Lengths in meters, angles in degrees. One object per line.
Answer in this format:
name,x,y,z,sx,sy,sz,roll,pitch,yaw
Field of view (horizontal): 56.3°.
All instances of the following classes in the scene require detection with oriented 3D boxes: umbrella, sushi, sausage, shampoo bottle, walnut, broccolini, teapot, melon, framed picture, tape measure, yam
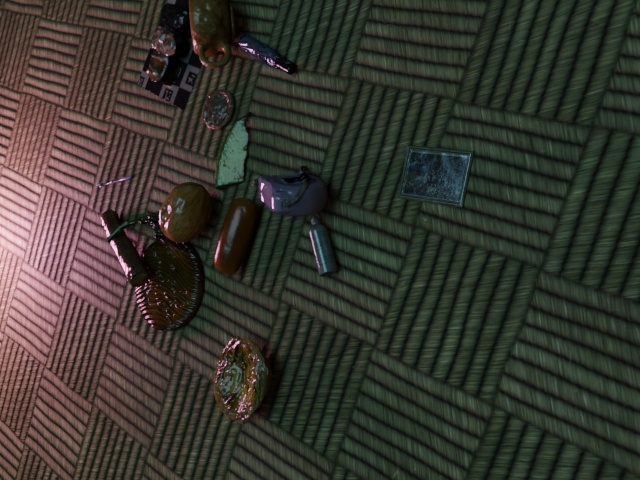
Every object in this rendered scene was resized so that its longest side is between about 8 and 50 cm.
umbrella,-0.166,-0.566,1.824,0.250,0.052,0.053,40,107,30
sushi,-0.523,-0.677,2.043,0.296,0.100,0.373,33,103,31
sausage,-0.257,-0.016,1.812,0.098,0.098,0.239,24,101,33
shampoo bottle,0.000,0.000,1.659,0.056,0.056,0.195,-22,73,30
walnut,-0.427,-0.088,1.896,0.159,0.159,0.207,37,105,31
broccolini,-0.602,-0.027,2.010,0.271,0.062,0.123,-21,46,10
teapot,-0.323,-0.674,1.877,0.166,0.203,0.312,-4,68,-9
melon,-0.267,-0.278,1.868,0.113,0.053,0.262,19,96,26
framed picture,0.287,-0.165,1.509,0.183,0.011,0.142,12,92,34
tape measure,-0.071,-0.137,1.645,0.196,0.178,0.105,35,128,57
yam,-0.685,0.021,2.077,0.081,0.081,0.357,-53,51,18

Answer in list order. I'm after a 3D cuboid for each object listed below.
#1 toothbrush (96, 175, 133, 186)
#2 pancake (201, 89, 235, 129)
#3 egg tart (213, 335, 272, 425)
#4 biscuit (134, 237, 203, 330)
toothbrush,-0.760,-0.220,2.208,0.193,0.019,0.013,-8,81,31
pancake,-0.333,-0.426,1.939,0.139,0.022,0.140,-3,84,32
egg tart,-0.217,0.407,1.745,0.231,0.098,0.253,-13,75,39
biscuit,-0.513,0.143,1.997,0.317,0.040,0.318,-3,84,34
